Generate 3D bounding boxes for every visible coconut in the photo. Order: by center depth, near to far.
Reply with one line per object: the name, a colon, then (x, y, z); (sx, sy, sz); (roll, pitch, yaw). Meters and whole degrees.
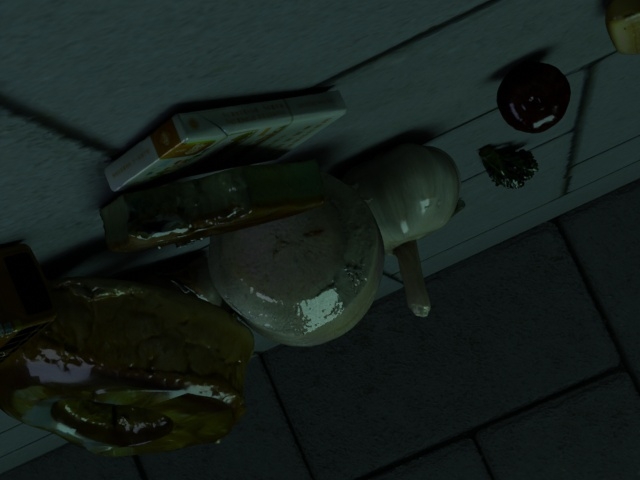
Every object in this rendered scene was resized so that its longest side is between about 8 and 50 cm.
coconut: (-0.027, 0.021, 1.463); (0.224, 0.224, 0.234); (-26, 171, 9)

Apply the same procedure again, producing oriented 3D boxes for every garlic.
garlic: (0.117, -0.010, 1.591); (0.199, 0.226, 0.199); (-19, 168, -4)
garlic: (-0.225, 0.125, 1.687); (0.214, 0.160, 0.191); (-19, 176, -12)

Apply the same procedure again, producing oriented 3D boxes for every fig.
fig: (0.262, -0.182, 1.465); (0.089, 0.089, 0.125); (-27, -169, 19)

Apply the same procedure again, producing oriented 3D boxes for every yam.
yam: (0.257, -0.056, 2.368); (0.021, 0.021, 0.116); (-21, 172, -21)

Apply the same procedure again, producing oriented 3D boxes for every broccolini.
broccolini: (0.300, -0.117, 1.972); (0.091, 0.068, 0.202); (-7, 179, 27)

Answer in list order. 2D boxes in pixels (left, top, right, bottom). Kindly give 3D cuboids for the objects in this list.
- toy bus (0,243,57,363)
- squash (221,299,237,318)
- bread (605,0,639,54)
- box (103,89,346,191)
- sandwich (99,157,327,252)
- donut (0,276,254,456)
toy bus: (-0.371, 0.086, 1.260); (0.114, 0.098, 0.201); (-16, 166, -44)
squash: (-0.160, 0.134, 1.826); (0.184, 0.085, 0.192); (-23, -144, 40)
bread: (0.361, -0.252, 1.336); (0.082, 0.056, 0.115); (-7, 162, 22)
box: (-0.085, -0.097, 1.136); (0.122, 0.032, 0.220); (-29, 171, 41)
sandwich: (-0.085, -0.039, 1.180); (0.245, 0.063, 0.212); (-16, -178, -16)
donut: (-0.249, 0.165, 1.459); (0.330, 0.160, 0.330); (5, 155, 2)
